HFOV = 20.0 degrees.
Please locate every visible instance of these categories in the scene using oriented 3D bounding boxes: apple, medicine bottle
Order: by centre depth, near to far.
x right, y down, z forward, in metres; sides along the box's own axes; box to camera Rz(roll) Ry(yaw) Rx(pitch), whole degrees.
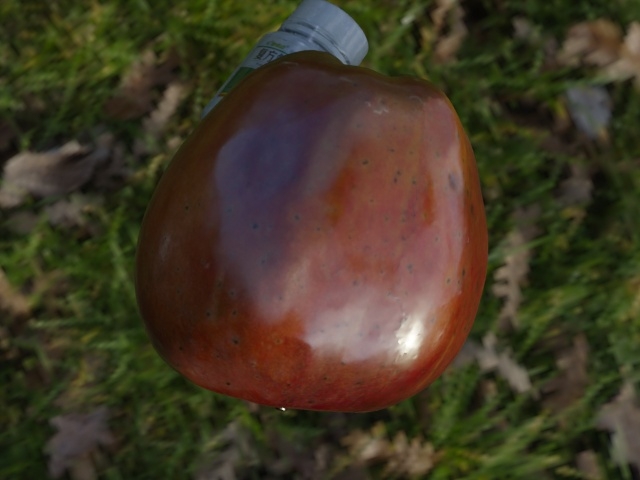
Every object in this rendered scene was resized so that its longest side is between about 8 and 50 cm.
[{"bbox_3d":[0.000,0.000,1.124,0.234,0.234,0.234,17,62,-36],"label":"apple"},{"bbox_3d":[-0.025,-0.117,1.384,0.080,0.080,0.130,44,67,-19],"label":"medicine bottle"}]
